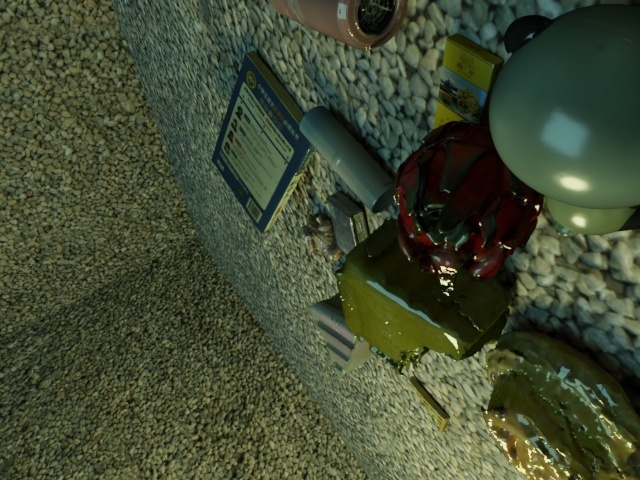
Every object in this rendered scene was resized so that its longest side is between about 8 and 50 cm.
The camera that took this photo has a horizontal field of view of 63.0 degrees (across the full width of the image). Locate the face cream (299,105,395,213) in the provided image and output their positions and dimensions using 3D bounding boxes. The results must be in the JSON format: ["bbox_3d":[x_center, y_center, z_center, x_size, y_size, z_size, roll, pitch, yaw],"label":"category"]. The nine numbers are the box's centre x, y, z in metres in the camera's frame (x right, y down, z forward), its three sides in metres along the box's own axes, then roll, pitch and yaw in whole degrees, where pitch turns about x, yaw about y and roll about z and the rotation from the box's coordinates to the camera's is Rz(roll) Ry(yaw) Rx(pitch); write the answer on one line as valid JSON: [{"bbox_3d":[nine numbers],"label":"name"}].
[{"bbox_3d":[0.056,-0.167,1.063,0.250,0.077,0.077,52,160,22],"label":"face cream"}]

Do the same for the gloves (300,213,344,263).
[{"bbox_3d":[0.003,0.000,1.433,0.144,0.094,0.110,39,165,29],"label":"gloves"}]

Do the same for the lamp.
[{"bbox_3d":[0.267,-0.103,0.501,0.197,0.198,0.244,43,178,40],"label":"lamp"}]

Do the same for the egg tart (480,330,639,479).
[{"bbox_3d":[0.382,0.316,0.850,0.352,0.149,0.352,53,163,23],"label":"egg tart"}]

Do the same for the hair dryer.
[{"bbox_3d":[0.017,-0.458,0.705,0.210,0.125,0.353,43,148,39],"label":"hair dryer"}]

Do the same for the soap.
[{"bbox_3d":[0.124,0.275,1.412,0.302,0.158,0.258,22,135,64],"label":"soap"}]

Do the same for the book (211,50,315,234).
[{"bbox_3d":[-0.166,-0.241,1.404,0.300,0.039,0.428,55,144,13],"label":"book"}]

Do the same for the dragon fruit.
[{"bbox_3d":[0.183,-0.050,0.664,0.193,0.274,0.192,51,127,15],"label":"dragon fruit"}]

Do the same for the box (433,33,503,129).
[{"bbox_3d":[0.203,-0.199,0.733,0.087,0.023,0.155,50,159,34],"label":"box"}]

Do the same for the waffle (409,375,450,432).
[{"bbox_3d":[0.295,0.454,1.449,0.153,0.023,0.098,47,156,30],"label":"waffle"}]

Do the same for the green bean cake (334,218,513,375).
[{"bbox_3d":[0.199,0.123,0.984,0.285,0.202,0.310,36,153,26],"label":"green bean cake"}]

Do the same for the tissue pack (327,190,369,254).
[{"bbox_3d":[0.070,-0.030,1.273,0.112,0.051,0.156,43,156,46],"label":"tissue pack"}]
